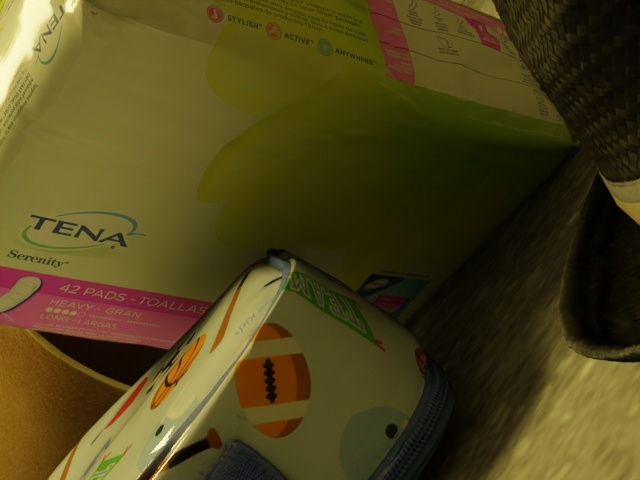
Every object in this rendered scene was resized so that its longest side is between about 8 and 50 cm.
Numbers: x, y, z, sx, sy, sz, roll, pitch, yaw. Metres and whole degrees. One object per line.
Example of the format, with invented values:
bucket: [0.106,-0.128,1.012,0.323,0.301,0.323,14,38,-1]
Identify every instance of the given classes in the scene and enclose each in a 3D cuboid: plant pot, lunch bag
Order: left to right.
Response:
plant pot: [-0.145,0.125,1.009,0.254,0.237,0.237,-66,-4,32]
lunch bag: [-0.071,0.145,0.614,0.303,0.115,0.243,-52,6,0]

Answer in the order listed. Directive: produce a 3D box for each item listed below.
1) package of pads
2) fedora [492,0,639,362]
package of pads: [-0.041,-0.041,0.720,0.229,0.296,0.101,-50,44,36]
fedora: [0.123,-0.125,0.413,0.334,0.152,0.334,-53,4,5]
